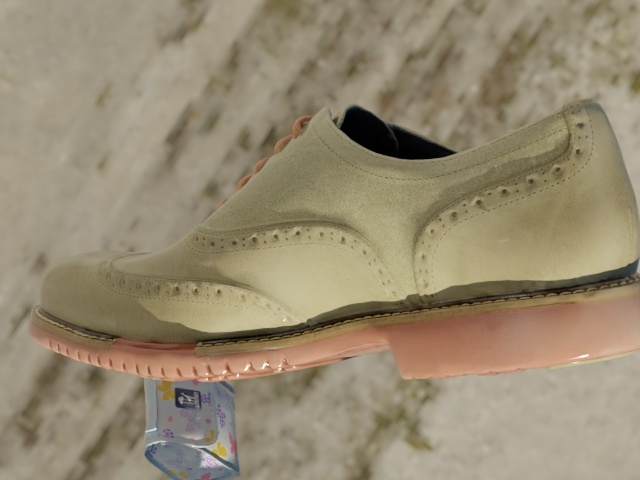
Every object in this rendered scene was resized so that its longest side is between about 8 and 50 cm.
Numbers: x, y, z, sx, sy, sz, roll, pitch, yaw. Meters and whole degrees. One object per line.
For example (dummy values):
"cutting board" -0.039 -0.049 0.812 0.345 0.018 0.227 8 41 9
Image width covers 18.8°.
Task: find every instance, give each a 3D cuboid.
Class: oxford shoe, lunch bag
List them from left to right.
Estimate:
"lunch bag" -0.091 0.121 1.310 0.083 0.053 0.071 44 33 -49
"oxford shoe" 0.000 0.000 1.075 0.140 0.397 0.146 -11 96 -59
